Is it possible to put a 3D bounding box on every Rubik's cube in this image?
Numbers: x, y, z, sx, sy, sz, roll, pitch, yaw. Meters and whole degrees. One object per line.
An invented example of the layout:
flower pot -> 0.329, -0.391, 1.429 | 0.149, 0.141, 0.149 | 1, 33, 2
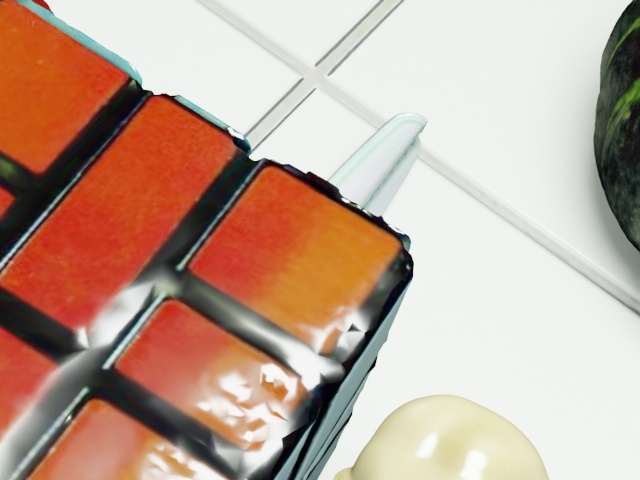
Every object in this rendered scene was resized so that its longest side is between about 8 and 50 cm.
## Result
Rubik's cube -> -0.149, 0.092, 0.896 | 0.283, 0.288, 0.293 | 33, 58, 9

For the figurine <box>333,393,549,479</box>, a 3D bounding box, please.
figurine -> 0.065, 0.166, 0.951 | 0.114, 0.196, 0.108 | 41, 63, 13

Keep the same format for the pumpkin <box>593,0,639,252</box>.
pumpkin -> 0.343, -0.072, 1.144 | 0.323, 0.241, 0.323 | 8, 54, -11

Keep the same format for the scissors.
scissors -> 0.000, 0.000, 1.140 | 0.125, 0.030, 0.256 | 33, 60, 9

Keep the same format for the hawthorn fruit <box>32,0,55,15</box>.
hawthorn fruit -> -0.233, -0.116, 1.074 | 0.148, 0.172, 0.148 | 5, 72, -16
